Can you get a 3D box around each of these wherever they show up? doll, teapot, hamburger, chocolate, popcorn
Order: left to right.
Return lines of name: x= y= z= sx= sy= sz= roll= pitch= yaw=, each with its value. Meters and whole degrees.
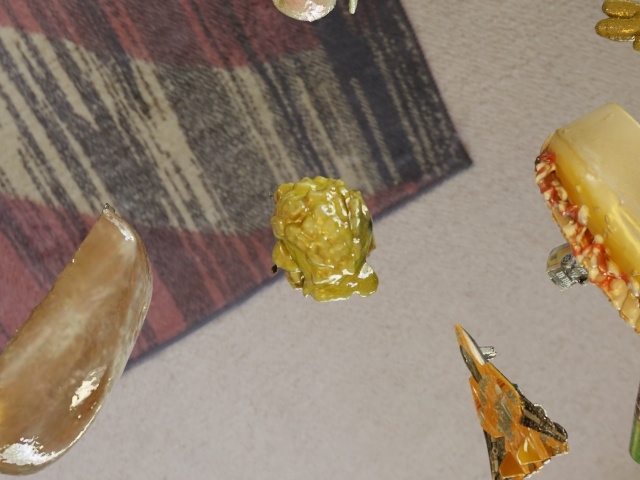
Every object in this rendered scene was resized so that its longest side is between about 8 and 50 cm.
chocolate: x=-0.223 y=0.108 z=1.019 sx=0.083 sy=0.161 sz=0.261 roll=27 pitch=70 yaw=9
teapot: x=-0.002 y=-0.235 z=0.988 sx=0.083 sy=0.064 sz=0.064 roll=21 pitch=62 yaw=-5
popcorn: x=0.001 y=-0.001 z=1.732 sx=0.169 sy=0.218 sz=0.189 roll=-5 pitch=106 yaw=8
hamburger: x=0.354 y=-0.010 z=1.213 sx=0.151 sy=0.227 sz=0.295 roll=-42 pitch=84 yaw=16
doll: x=0.568 y=-0.347 z=1.850 sx=0.097 sy=0.209 sz=0.137 roll=86 pitch=28 yaw=-49

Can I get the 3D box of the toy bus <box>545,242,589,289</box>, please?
toy bus: x=0.485 y=0.018 z=1.923 sx=0.190 sy=0.075 sz=0.064 roll=-27 pitch=122 yaw=34

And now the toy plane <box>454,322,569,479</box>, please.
toy plane: x=0.328 y=0.286 z=2.023 sx=0.103 sy=0.316 sz=0.204 roll=6 pitch=139 yaw=-33

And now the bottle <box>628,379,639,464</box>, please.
bottle: x=0.616 y=0.260 z=1.969 sx=0.093 sy=0.093 sz=0.330 roll=-11 pitch=124 yaw=-18
